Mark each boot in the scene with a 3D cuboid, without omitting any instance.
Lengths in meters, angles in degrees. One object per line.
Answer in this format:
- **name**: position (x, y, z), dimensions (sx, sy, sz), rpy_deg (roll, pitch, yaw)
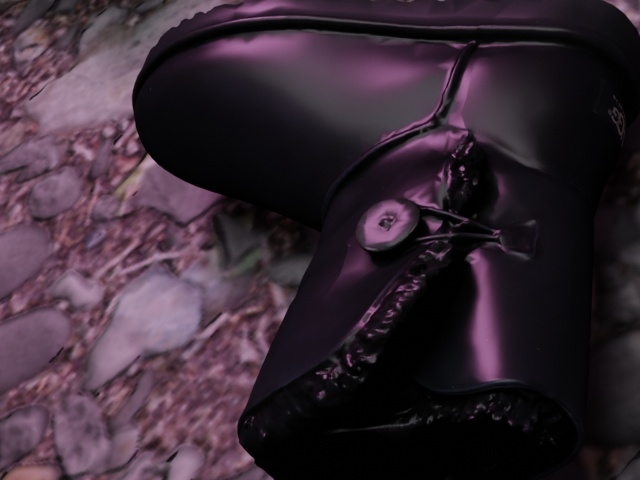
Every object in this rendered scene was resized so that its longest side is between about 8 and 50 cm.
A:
- **boot**: position (0.000, 0.000, 0.626), dimensions (0.246, 0.094, 0.207), rpy_deg (-1, 49, 27)
